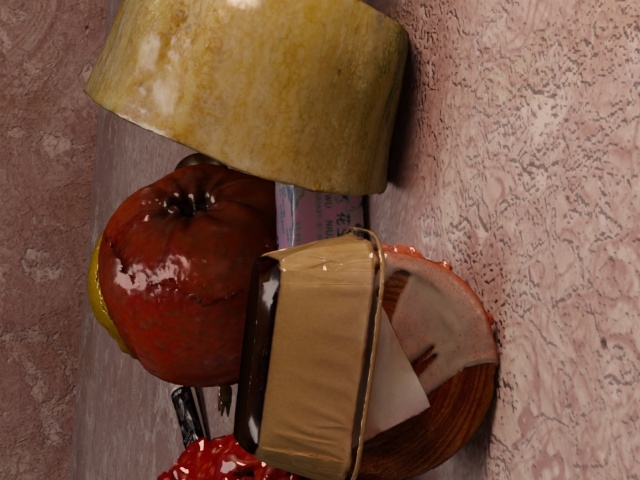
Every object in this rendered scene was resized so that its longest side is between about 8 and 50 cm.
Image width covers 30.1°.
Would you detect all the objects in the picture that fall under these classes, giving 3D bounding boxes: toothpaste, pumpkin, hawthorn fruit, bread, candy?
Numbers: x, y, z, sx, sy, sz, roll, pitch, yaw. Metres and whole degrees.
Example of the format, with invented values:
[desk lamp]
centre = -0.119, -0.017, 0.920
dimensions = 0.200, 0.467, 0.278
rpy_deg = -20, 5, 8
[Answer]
[toothpaste]
centre = -0.205, 0.293, 1.904
dimensions = 0.071, 0.045, 0.193
rpy_deg = 116, 144, -47
[pumpkin]
centre = -0.056, -0.187, 1.190
dimensions = 0.199, 0.332, 0.332
rpy_deg = -69, 24, 16
[hawthorn fruit]
centre = -0.132, 0.073, 1.444
dimensions = 0.276, 0.276, 0.307
rpy_deg = -127, 32, -61
[bread]
centre = 0.039, 0.103, 1.004
dimensions = 0.142, 0.212, 0.224
rpy_deg = -165, 83, -75
[candy]
centre = 0.000, 0.000, 1.303
dimensions = 0.073, 0.092, 0.160
rpy_deg = 146, 124, -69

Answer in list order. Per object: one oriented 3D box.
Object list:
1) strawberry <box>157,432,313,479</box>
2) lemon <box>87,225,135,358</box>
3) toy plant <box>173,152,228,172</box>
[strawberry]
centre = -0.029, 0.276, 1.188
dimensions = 0.220, 0.274, 0.274
rpy_deg = -54, 2, -31
[lemon]
centre = -0.266, 0.060, 1.882
dimensions = 0.204, 0.204, 0.260
rpy_deg = 177, 103, -70
[toy plant]
centre = -0.166, -0.059, 1.770
dimensions = 0.162, 0.093, 0.092
rpy_deg = -112, 31, -48
